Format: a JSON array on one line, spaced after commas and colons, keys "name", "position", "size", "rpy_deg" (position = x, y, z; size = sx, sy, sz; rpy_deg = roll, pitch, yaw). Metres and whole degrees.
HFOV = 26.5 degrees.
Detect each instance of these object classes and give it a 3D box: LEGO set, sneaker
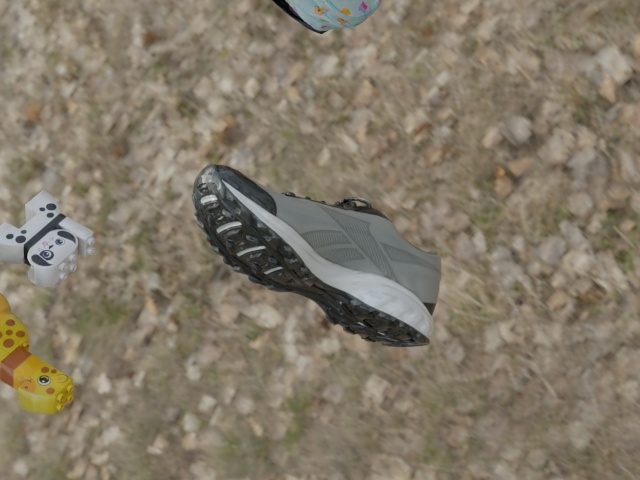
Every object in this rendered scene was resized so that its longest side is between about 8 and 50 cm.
[{"name": "LEGO set", "position": [-0.212, 0.079, 0.859], "size": [0.093, 0.087, 0.227], "rpy_deg": [28, 49, 16]}, {"name": "sneaker", "position": [0.000, 0.000, 1.240], "size": [0.100, 0.271, 0.108], "rpy_deg": [-14, 50, 54]}]

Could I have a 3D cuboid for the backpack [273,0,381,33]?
[{"name": "backpack", "position": [-0.004, -0.357, 1.794], "size": [0.152, 0.182, 0.115], "rpy_deg": [-50, 26, -18]}]
